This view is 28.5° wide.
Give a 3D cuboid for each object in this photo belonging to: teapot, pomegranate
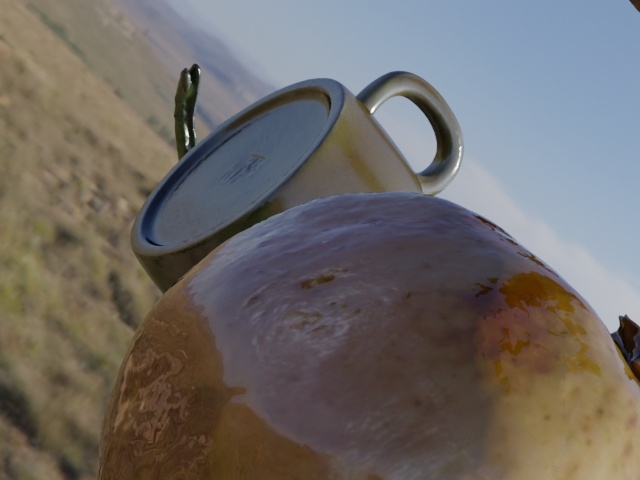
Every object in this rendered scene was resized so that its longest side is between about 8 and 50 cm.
[{"bbox_3d":[0.000,0.000,0.866,0.175,0.268,0.185,52,-13,-26],"label":"teapot"},{"bbox_3d":[0.030,0.082,0.452,0.215,0.215,0.215,41,2,-2],"label":"pomegranate"}]

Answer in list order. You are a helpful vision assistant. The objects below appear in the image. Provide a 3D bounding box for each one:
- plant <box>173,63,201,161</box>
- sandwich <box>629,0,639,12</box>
[{"bbox_3d":[-0.058,-0.003,1.415,0.180,0.251,0.333,-8,56,-38],"label":"plant"},{"bbox_3d":[0.429,-0.358,1.545,0.254,0.100,0.288,44,33,-29],"label":"sandwich"}]
